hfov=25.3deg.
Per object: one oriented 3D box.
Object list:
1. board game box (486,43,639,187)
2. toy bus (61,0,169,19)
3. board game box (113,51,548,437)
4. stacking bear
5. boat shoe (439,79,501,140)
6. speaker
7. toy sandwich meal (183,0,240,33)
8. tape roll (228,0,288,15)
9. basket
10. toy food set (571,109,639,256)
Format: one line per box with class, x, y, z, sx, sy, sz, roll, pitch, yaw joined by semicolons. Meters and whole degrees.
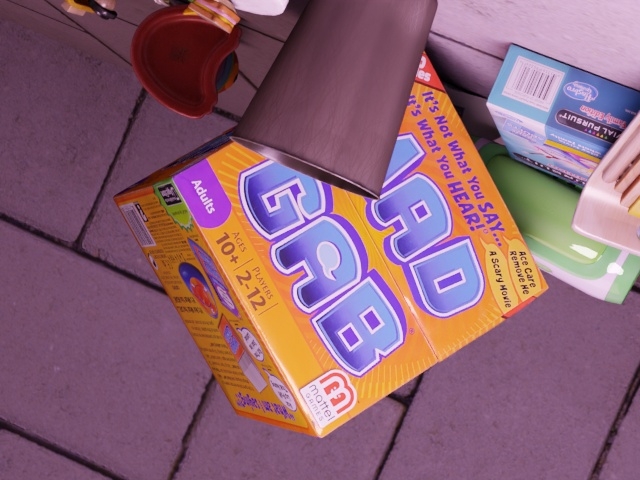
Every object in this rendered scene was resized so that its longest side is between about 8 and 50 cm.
board game box;0.345;-0.116;1.721;0.254;0.079;0.336;23;178;14
toy bus;-0.311;-0.355;1.922;0.191;0.104;0.202;32;-162;-20
board game box;0.000;0.000;1.852;0.356;0.356;0.356;61;162;-8
stacking bear;-0.209;-0.301;2.372;0.164;0.175;0.289;22;-175;3
boat shoe;0.148;-0.192;2.004;0.228;0.079;0.081;21;175;-14
speaker;0.302;-0.031;1.936;0.297;0.131;0.131;29;179;12
toy sandwich meal;-0.125;-0.247;1.513;0.086;0.029;0.085;23;178;1
tape roll;-0.147;-0.331;1.428;0.286;0.100;0.286;23;179;1
basket;0.027;-0.181;1.559;0.154;0.226;0.204;25;178;-44
toy food set;0.404;-0.043;1.447;0.220;0.092;0.306;19;155;-2
